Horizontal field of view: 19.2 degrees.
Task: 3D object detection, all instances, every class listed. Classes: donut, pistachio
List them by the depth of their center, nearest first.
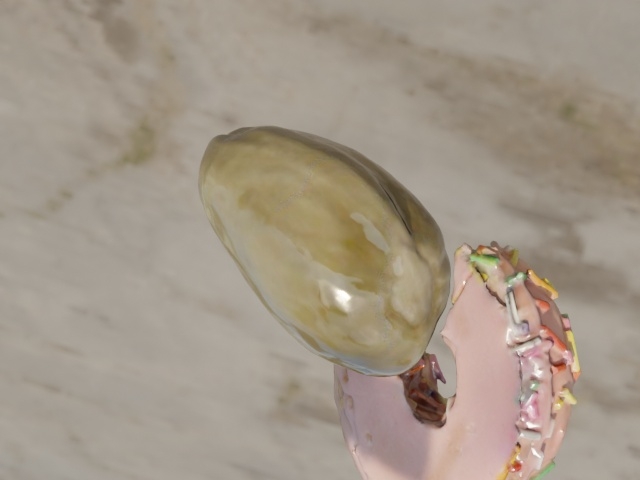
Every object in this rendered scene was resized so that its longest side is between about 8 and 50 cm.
[{"bbox_3d":[0.000,0.000,1.112,0.185,0.108,0.126,48,144,19],"label":"pistachio"},{"bbox_3d":[0.106,0.118,1.429,0.085,0.199,0.233,-1,162,-40],"label":"donut"}]
